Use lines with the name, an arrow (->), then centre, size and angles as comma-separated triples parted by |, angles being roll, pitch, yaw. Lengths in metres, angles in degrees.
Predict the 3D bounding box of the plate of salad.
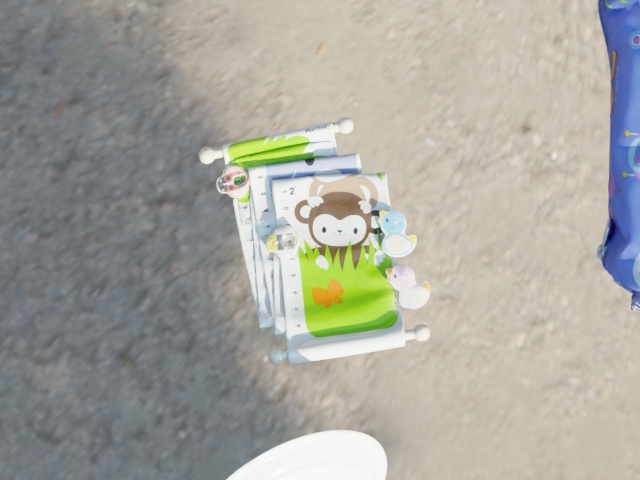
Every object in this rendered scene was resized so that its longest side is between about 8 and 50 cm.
plate of salad -> -0.032, 0.235, 1.287 | 0.200, 0.200, 0.048 | -53, 48, 19

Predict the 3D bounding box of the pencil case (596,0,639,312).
pencil case -> 0.305, -0.094, 1.236 | 0.133, 0.119, 0.306 | 0, 101, 14

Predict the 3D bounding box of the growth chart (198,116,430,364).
growth chart -> 0.000, 0.000, 1.323 | 0.172, 0.021, 0.237 | -18, 79, 1
